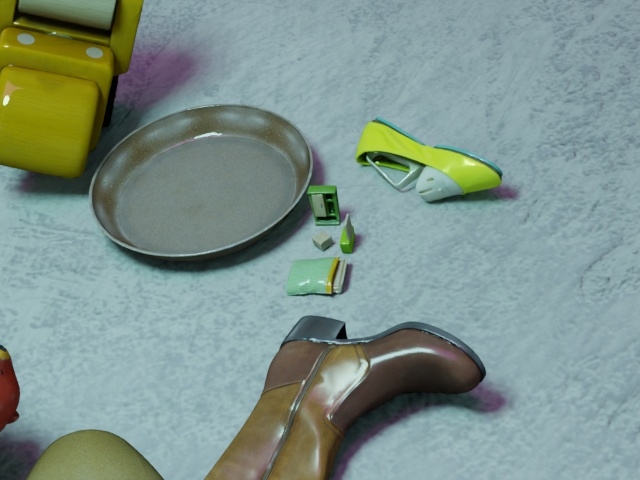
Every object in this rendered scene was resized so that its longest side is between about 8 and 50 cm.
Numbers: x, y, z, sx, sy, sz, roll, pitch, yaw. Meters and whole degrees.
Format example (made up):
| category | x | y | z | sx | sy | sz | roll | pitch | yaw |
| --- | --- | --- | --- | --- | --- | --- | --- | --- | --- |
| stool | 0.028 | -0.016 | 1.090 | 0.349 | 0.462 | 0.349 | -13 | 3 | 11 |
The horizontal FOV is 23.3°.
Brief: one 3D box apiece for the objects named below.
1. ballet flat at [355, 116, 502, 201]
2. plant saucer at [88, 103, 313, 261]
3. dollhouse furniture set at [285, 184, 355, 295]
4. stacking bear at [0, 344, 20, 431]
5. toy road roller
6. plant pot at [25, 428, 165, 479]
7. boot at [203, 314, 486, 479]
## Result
| category | x | y | z | sx | sy | sz | roll | pitch | yaw |
| --- | --- | --- | --- | --- | --- | --- | --- | --- | --- |
| ballet flat | 0.137 | -0.095 | 2.075 | 0.231 | 0.077 | 0.077 | 26 | 76 | 37 |
| plant saucer | -0.160 | -0.072 | 2.125 | 0.310 | 0.050 | 0.310 | -6 | 42 | 6 |
| dollhouse furniture set | 0.000 | 0.000 | 2.004 | 0.076 | 0.058 | 0.152 | 0 | 44 | 13 |
| stacking bear | -0.467 | 0.121 | 1.759 | 0.289 | 0.175 | 0.164 | 34 | 90 | 6 |
| toy road roller | -0.367 | -0.238 | 2.149 | 0.202 | 0.329 | 0.240 | 10 | 44 | -11 |
| plant pot | -0.235 | 0.313 | 1.625 | 0.237 | 0.237 | 0.254 | -16 | 29 | -5 |
| boot | 0.025 | 0.211 | 1.748 | 0.264 | 0.096 | 0.280 | 11 | 48 | 23 |
